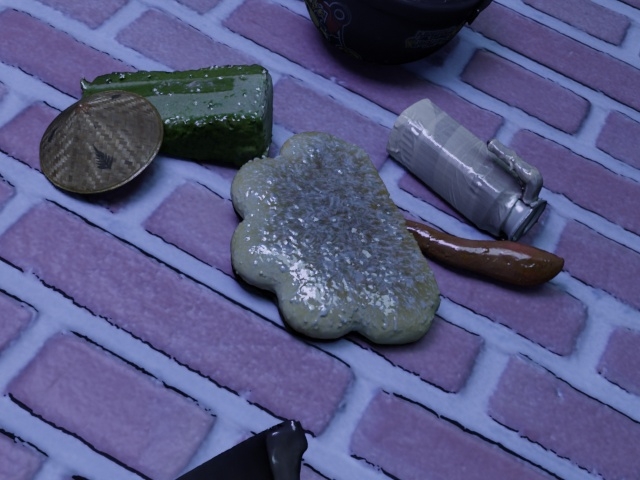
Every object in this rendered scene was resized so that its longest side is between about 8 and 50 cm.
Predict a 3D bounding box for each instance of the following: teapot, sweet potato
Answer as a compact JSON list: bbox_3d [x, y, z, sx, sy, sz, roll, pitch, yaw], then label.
[{"bbox_3d":[0.181,-0.092,1.181,0.200,0.107,0.077,41,49,18],"label":"teapot"},{"bbox_3d":[0.171,0.011,1.133,0.214,0.050,0.050,15,49,4],"label":"sweet potato"}]

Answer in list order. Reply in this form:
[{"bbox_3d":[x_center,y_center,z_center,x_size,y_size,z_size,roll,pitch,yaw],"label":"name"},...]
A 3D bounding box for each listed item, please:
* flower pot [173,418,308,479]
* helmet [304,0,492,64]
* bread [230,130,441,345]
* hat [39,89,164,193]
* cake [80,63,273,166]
[{"bbox_3d":[-0.127,0.318,0.645,0.379,0.379,0.251,-28,85,-33],"label":"flower pot"},{"bbox_3d":[0.089,-0.326,1.316,0.279,0.160,0.230,-13,55,-42],"label":"helmet"},{"bbox_3d":[0.000,0.000,1.075,0.207,0.056,0.286,-18,62,-26],"label":"bread"},{"bbox_3d":[-0.251,-0.129,1.081,0.146,0.067,0.146,-5,57,8],"label":"hat"},{"bbox_3d":[-0.168,-0.140,1.172,0.235,0.099,0.100,-1,51,9],"label":"cake"}]
